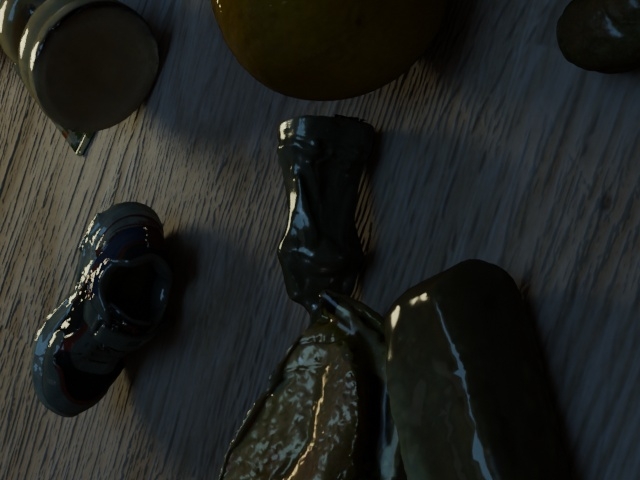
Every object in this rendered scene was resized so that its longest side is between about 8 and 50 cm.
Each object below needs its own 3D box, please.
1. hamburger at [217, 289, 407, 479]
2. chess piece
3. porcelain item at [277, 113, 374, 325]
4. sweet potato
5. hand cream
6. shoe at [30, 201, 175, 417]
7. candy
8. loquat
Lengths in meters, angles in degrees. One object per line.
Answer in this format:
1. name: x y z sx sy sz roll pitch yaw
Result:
1. hamburger: 0.027 0.159 1.499 0.155 0.135 0.208 19 83 33
2. chess piece: -0.282 -0.228 1.918 0.261 0.142 0.143 44 115 52
3. porcelain item: 0.000 0.000 1.572 0.069 0.081 0.216 -16 70 61
4. sweet potato: 0.276 -0.179 1.297 0.273 0.075 0.075 -17 70 45
5. hand cream: -0.292 -0.161 1.986 0.165 0.037 0.057 48 119 36
6. shoe: -0.197 0.081 1.769 0.125 0.099 0.228 30 101 51
7. candy: 0.119 0.137 1.393 0.104 0.102 0.234 -35 60 39
8. loquat: 0.006 -0.222 1.518 0.208 0.208 0.208 -13 73 47
